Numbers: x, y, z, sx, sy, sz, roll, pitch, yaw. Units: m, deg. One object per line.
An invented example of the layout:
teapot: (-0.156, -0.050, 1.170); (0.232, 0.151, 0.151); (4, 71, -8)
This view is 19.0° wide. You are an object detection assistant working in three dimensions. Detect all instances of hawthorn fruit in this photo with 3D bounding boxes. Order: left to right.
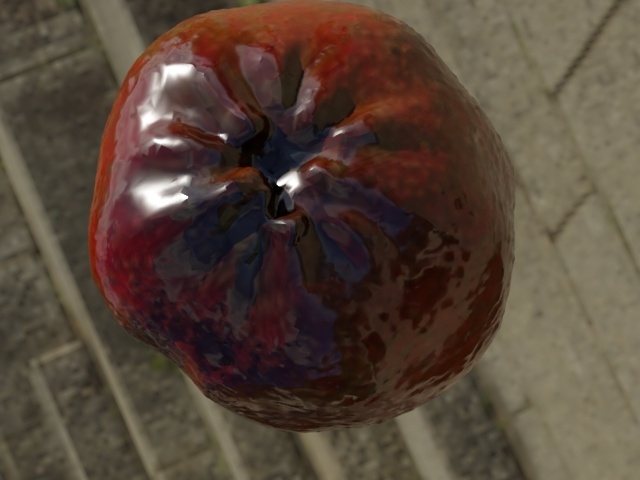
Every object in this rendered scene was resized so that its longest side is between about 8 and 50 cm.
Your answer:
hawthorn fruit: (0.000, 0.000, 0.725); (0.157, 0.157, 0.194); (62, -179, 26)
